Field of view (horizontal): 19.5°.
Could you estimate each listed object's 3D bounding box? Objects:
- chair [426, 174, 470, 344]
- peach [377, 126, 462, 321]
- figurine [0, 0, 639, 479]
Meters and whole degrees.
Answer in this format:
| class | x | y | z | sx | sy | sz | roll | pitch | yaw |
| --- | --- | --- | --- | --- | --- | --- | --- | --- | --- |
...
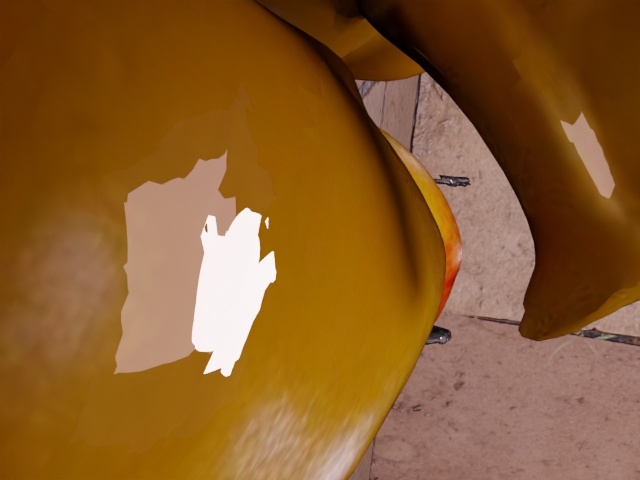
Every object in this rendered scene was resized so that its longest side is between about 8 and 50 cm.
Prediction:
| class | x | y | z | sx | sy | sz | roll | pitch | yaw |
| --- | --- | --- | --- | --- | --- | --- | --- | --- | --- |
| chair | -0.004 | -0.002 | 1.534 | 0.145 | 0.221 | 0.140 | 3 | 98 | -40 |
| peach | 0.000 | 0.000 | 1.241 | 0.197 | 0.197 | 0.197 | 8 | 90 | -83 |
| figurine | -0.060 | -0.075 | 0.423 | 0.401 | 0.268 | 0.387 | 37 | 74 | -44 |
